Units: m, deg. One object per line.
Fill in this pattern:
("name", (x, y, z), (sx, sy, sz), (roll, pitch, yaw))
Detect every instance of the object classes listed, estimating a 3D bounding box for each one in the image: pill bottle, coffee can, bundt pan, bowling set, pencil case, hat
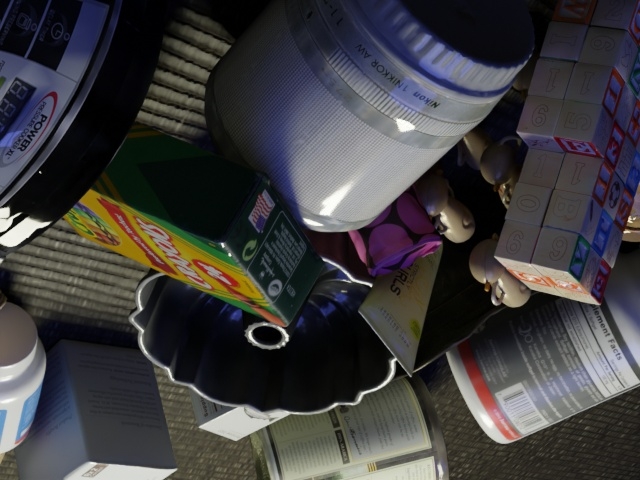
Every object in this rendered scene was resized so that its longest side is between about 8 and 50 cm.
("pill bottle", (-0.407, 0.168, 1.732), (0.124, 0.124, 0.221), (-5, 149, -22))
("coffee can", (0.041, 0.336, 2.205), (0.275, 0.201, 0.201), (-12, 151, -10))
("bundt pan", (-0.055, 0.068, 1.679), (0.330, 0.124, 0.331), (5, 138, 5))
("pill bottle", (0.381, 0.136, 2.041), (0.363, 0.210, 0.210), (-27, 151, 14))
("bowling set", (0.158, -0.073, 1.582), (0.200, 0.287, 0.154), (4, 162, 28))
("pencil case", (0.057, -0.066, 1.496), (0.098, 0.209, 0.095), (-6, 158, -44))
("hat", (0.149, 0.050, 1.796), (0.331, 0.134, 0.331), (-30, -176, 2))

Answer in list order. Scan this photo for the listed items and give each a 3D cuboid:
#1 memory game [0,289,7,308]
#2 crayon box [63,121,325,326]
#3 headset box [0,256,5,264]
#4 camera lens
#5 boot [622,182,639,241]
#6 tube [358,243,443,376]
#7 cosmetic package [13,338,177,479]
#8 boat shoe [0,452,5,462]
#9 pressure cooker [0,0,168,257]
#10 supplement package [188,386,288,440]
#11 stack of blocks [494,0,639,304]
("memory game", (-0.434, 0.116, 1.595), (0.186, 0.186, 0.012), (-28, 113, 18))
("crayon box", (-0.171, -0.041, 1.339), (0.081, 0.318, 0.202), (-60, 153, -15))
("headset box", (-0.503, 0.016, 1.399), (0.283, 0.131, 0.246), (8, 142, -38))
("camera lens", (0.038, -0.156, 1.315), (0.219, 0.219, 0.274), (8, 142, -39))
("boot", (0.533, -0.083, 1.865), (0.305, 0.112, 0.115), (-13, 141, -6))
("tube", (0.092, 0.056, 1.535), (0.070, 0.240, 0.062), (15, 118, 6))
("cosmetic package", (-0.311, 0.253, 1.873), (0.151, 0.184, 0.151), (13, 139, -44))
("boat shoe", (-0.526, 0.364, 2.032), (0.109, 0.098, 0.302), (4, 145, -35))
("pressure cooker", (-0.308, -0.178, 0.937), (0.369, 0.376, 0.420), (-10, 158, 28))
("supplement package", (-0.087, 0.195, 1.982), (0.179, 0.105, 0.105), (-28, 151, 19))
("stack of blocks", (0.281, -0.099, 1.492), (0.087, 0.297, 0.171), (13, 169, 31))
